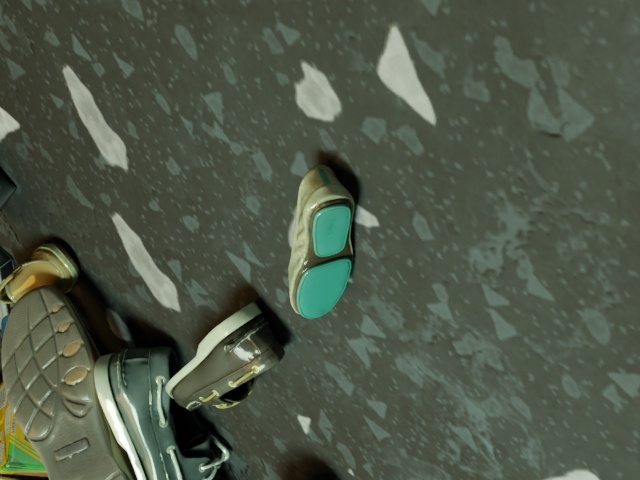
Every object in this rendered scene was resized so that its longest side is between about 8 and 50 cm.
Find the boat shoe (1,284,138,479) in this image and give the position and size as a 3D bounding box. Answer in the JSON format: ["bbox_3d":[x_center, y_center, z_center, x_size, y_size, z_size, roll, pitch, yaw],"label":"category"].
[{"bbox_3d":[-0.298,0.214,1.549,0.116,0.123,0.324,12,-119,-77],"label":"boat shoe"}]

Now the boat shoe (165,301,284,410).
[{"bbox_3d":[-0.102,0.142,1.331,0.068,0.081,0.228,51,148,8],"label":"boat shoe"}]

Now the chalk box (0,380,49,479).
[{"bbox_3d":[-0.320,0.257,1.662,0.132,0.213,0.132,-37,47,56],"label":"chalk box"}]

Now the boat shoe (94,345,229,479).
[{"bbox_3d":[-0.166,0.266,1.529,0.116,0.099,0.319,-85,-27,-68],"label":"boat shoe"}]

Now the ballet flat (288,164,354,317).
[{"bbox_3d":[0.000,0.000,1.077,0.168,0.057,0.052,102,151,-50],"label":"ballet flat"}]

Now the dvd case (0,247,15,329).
[{"bbox_3d":[-0.523,0.018,1.831,0.239,0.029,0.179,37,147,22],"label":"dvd case"}]

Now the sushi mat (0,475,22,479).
[{"bbox_3d":[-0.290,0.357,1.686,0.316,0.019,0.151,12,155,-19],"label":"sushi mat"}]

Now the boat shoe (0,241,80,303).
[{"bbox_3d":[-0.367,0.055,1.609,0.068,0.072,0.190,56,150,-5],"label":"boat shoe"}]

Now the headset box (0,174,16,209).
[{"bbox_3d":[-0.530,-0.044,1.514,0.293,0.218,0.110,40,143,-13],"label":"headset box"}]

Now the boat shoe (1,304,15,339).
[{"bbox_3d":[-0.381,0.141,1.720,0.109,0.089,0.258,60,157,10],"label":"boat shoe"}]
